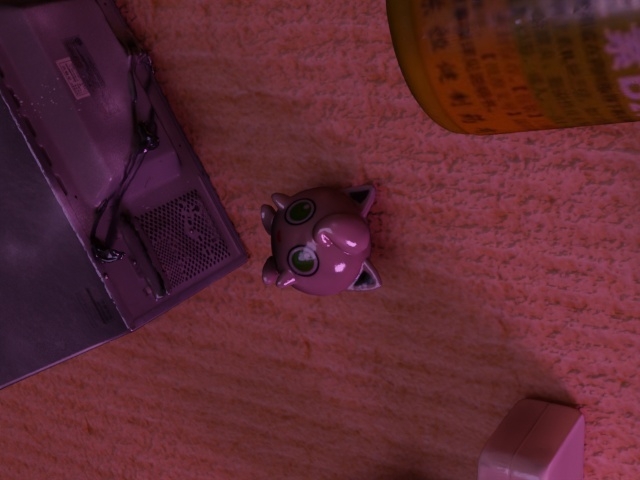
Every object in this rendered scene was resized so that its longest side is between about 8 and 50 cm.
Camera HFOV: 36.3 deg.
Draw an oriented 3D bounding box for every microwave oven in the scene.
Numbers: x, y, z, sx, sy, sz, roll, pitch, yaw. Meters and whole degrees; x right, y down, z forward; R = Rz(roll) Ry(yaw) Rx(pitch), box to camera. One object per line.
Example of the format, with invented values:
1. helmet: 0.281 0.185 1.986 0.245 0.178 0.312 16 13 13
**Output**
1. microwave oven: -0.345 -0.082 1.205 0.374 0.236 0.432 -23 96 38

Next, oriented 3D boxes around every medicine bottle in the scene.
1. medicine bottle: 0.264 -0.207 0.767 0.385 0.224 0.224 -3 108 33

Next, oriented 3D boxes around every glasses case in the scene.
1. glasses case: 0.231 0.350 1.075 0.076 0.144 0.336 9 113 30

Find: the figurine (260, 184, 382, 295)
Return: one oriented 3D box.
1. figurine: 0.000 0.000 1.089 0.138 0.125 0.125 -4 108 20
